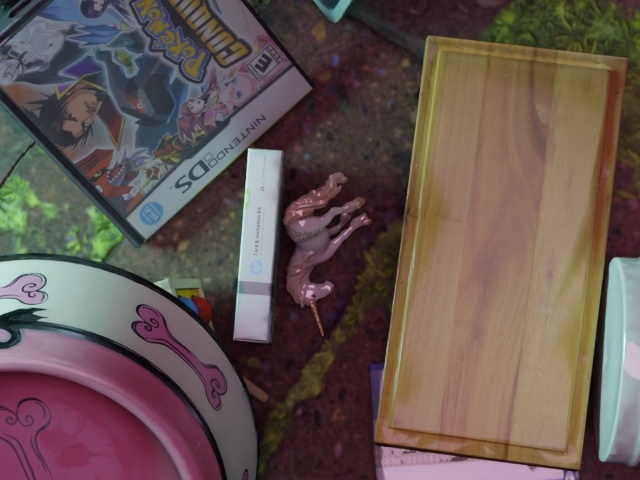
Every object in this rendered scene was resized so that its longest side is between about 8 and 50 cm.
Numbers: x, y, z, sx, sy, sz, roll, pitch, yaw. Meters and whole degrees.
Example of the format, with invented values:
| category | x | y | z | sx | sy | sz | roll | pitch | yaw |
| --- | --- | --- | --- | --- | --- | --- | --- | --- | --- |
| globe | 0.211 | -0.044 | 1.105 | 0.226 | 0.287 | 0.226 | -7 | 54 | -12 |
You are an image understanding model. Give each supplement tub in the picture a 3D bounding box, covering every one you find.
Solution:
| category | x | y | z | sx | sy | sz | roll | pitch | yaw |
| --- | --- | --- | --- | --- | --- | --- | --- | --- | --- |
| supplement tub | 0.436 | 0.125 | 1.760 | 0.325 | 0.235 | 0.235 | 4 | 86 | 1 |

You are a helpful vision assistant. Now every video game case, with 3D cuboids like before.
| category | x | y | z | sx | sy | sz | roll | pitch | yaw |
| --- | --- | --- | --- | --- | --- | --- | --- | --- | --- |
| video game case | -0.174 | -0.165 | 1.812 | 0.248 | 0.035 | 0.275 | -42 | 123 | -2 |

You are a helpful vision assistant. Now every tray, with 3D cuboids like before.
| category | x | y | z | sx | sy | sz | roll | pitch | yaw |
| --- | --- | --- | --- | --- | --- | --- | --- | --- | --- |
| tray | 0.180 | 0.012 | 1.832 | 0.203 | 0.076 | 0.411 | 7 | 81 | 5 |

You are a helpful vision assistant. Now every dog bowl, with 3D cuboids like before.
| category | x | y | z | sx | sy | sz | roll | pitch | yaw |
| --- | --- | --- | --- | --- | --- | --- | --- | --- | --- |
| dog bowl | -0.264 | 0.226 | 1.719 | 0.408 | 0.150 | 0.408 | 1 | 114 | 2 |

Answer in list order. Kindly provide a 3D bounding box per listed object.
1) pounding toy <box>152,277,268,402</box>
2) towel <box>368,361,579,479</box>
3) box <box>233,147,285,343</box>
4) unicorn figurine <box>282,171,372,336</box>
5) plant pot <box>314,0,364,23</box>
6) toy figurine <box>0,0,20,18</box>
| category | x | y | z | sx | sy | sz | roll | pitch | yaw |
| --- | --- | --- | --- | --- | --- | --- | --- | --- | --- |
| pounding toy | -0.131 | 0.110 | 1.829 | 0.100 | 0.130 | 0.141 | -18 | 85 | 11 |
| towel | 0.161 | 0.256 | 1.855 | 0.209 | 0.034 | 0.285 | -6 | 84 | 2 |
| box | -0.059 | 0.010 | 1.819 | 0.038 | 0.145 | 0.186 | 5 | 86 | 0 |
| unicorn figurine | 0.000 | 0.000 | 1.847 | 0.111 | 0.162 | 0.060 | -39 | 44 | -8 |
| plant pot | 0.068 | -0.411 | 1.811 | 0.252 | 0.247 | 0.248 | -33 | 86 | -20 |
| toy figurine | -0.295 | -0.300 | 1.843 | 0.209 | 0.148 | 0.213 | -38 | 87 | -2 |
